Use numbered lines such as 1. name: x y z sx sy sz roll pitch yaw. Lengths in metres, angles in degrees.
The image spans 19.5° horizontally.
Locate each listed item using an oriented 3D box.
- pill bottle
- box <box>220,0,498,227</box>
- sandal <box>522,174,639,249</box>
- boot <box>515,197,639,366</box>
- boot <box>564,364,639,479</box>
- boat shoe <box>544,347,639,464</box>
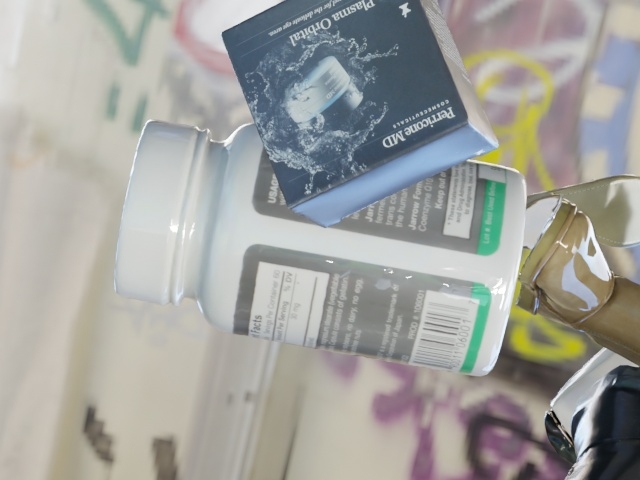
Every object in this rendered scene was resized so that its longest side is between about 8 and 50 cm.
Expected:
1. pill bottle: 0.000 0.000 1.751 0.361 0.204 0.204 11 -166 -1
2. box: 0.030 -0.116 1.434 0.156 0.158 0.093 -26 163 13
3. sandal: 0.295 -0.039 2.158 0.240 0.088 0.079 -6 -161 -33
4. boot: 0.331 0.071 1.821 0.269 0.089 0.236 28 169 11
5. boot: 0.349 0.313 1.558 0.367 0.146 0.445 26 -155 3
6. boat shoe: 0.405 0.124 2.178 0.127 0.340 0.158 54 -172 1
